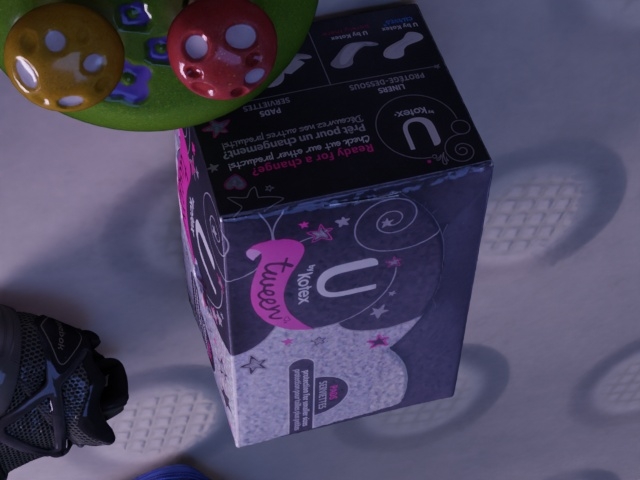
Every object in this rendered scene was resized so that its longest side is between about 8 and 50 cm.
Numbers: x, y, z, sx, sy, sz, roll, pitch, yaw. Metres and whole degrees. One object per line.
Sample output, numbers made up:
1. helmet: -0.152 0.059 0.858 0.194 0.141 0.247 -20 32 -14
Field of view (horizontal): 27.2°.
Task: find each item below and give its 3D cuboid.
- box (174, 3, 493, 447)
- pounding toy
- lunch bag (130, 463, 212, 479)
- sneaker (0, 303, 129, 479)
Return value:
1. box: 0.000 0.000 0.832 0.163 0.142 0.247 -13 142 -11
2. pounding toy: -0.102 -0.121 0.618 0.183 0.110 0.237 -35 126 20
3. lunch bag: -0.131 0.288 1.173 0.176 0.090 0.219 -30 142 14
4. sneaker: -0.217 0.141 0.952 0.130 0.087 0.227 13 127 -28
